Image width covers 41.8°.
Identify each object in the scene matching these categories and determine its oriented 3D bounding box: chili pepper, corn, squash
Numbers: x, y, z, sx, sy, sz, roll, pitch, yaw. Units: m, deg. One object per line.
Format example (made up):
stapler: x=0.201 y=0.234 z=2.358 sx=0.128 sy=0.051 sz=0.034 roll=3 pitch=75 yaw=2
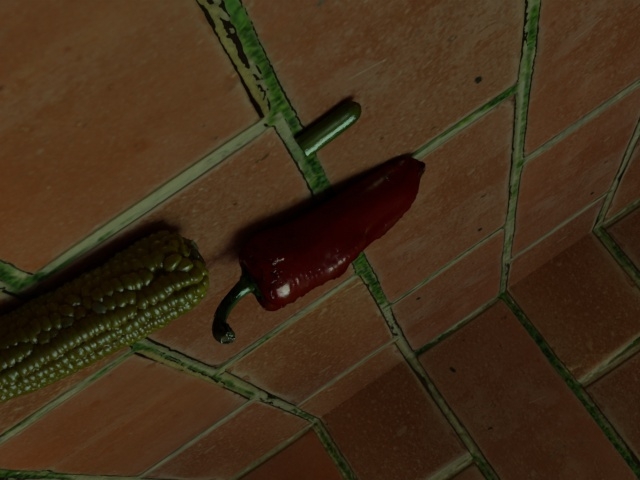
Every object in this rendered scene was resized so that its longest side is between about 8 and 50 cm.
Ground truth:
chili pepper: x=0.000 y=0.000 z=1.124 sx=0.387 sy=0.110 sz=0.110 roll=-32 pitch=161 yaw=-22
corn: x=-0.263 y=0.093 z=0.913 sx=0.312 sy=0.102 sz=0.102 roll=-31 pitch=160 yaw=-12
squash: x=0.011 y=-0.128 z=0.950 sx=0.083 sy=0.027 sz=0.027 roll=-36 pitch=160 yaw=1
